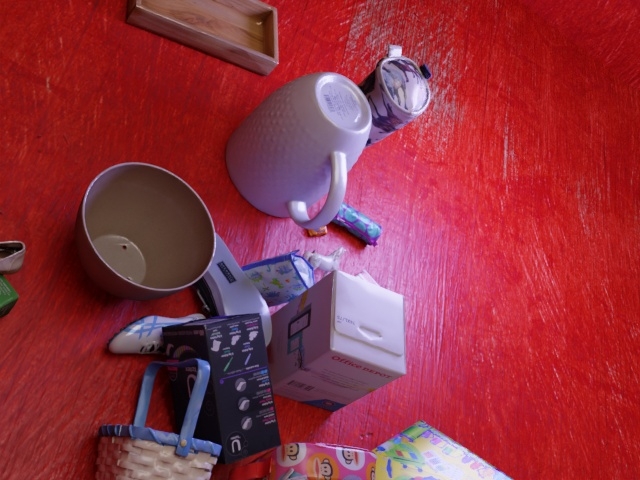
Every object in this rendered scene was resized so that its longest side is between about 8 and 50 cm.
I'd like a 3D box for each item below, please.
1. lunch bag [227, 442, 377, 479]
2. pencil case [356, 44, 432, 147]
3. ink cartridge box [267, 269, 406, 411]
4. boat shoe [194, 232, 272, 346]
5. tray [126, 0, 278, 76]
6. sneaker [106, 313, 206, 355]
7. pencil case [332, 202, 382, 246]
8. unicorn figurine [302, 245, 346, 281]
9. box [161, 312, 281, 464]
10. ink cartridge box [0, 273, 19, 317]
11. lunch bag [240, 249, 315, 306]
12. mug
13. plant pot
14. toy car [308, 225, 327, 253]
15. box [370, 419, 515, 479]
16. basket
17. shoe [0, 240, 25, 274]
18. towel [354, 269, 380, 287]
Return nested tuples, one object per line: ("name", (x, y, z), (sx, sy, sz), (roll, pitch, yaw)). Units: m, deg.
("lunch bag", (-0.054, 0.477, 1.668), (0.258, 0.293, 0.120), (16, 54, -26))
("pencil case", (0.116, -0.342, 2.240), (0.159, 0.410, 0.184), (6, 74, -29))
("ink cartridge box", (0.032, 0.228, 1.901), (0.198, 0.270, 0.197), (23, 52, -27))
("boat shoe", (-0.217, 0.123, 1.889), (0.113, 0.105, 0.306), (-27, 76, -40))
("tray", (-0.306, -0.598, 2.279), (0.410, 0.076, 0.203), (16, 56, -30))
("sneaker", (-0.322, 0.203, 1.765), (0.237, 0.085, 0.086), (-5, 52, -40))
("pencil case", (0.090, -0.046, 2.259), (0.151, 0.064, 0.070), (31, 33, -19))
("unicorn figurine", (0.011, 0.062, 2.115), (0.162, 0.060, 0.111), (14, 92, -52))
("box", (-0.198, 0.290, 1.705), (0.143, 0.165, 0.271), (-9, 89, -42))
("ink cartridge box", (-0.680, 0.108, 1.543), (0.153, 0.087, 0.208), (52, 46, 1))
("lunch bag", (-0.095, 0.079, 1.953), (0.151, 0.128, 0.096), (48, 30, -59))
("mug", (-0.029, -0.207, 2.078), (0.276, 0.328, 0.374), (7, 60, -35))
("plant pot", (-0.384, 0.010, 1.763), (0.284, 0.191, 0.284), (19, 54, -28))
("toy car", (0.000, 0.000, 2.177), (0.060, 0.040, 0.122), (15, 56, -31))
("box", (0.225, 0.569, 1.814), (0.290, 0.177, 0.279), (28, 32, 37))
("basket", (-0.298, 0.362, 1.583), (0.201, 0.254, 0.289), (17, 74, -28))
("shoe", (-0.632, 0.030, 1.525), (0.219, 0.058, 0.077), (-6, 66, -40))
("towel", (0.102, 0.171, 2.165), (0.144, 0.029, 0.197), (51, 45, 2))
